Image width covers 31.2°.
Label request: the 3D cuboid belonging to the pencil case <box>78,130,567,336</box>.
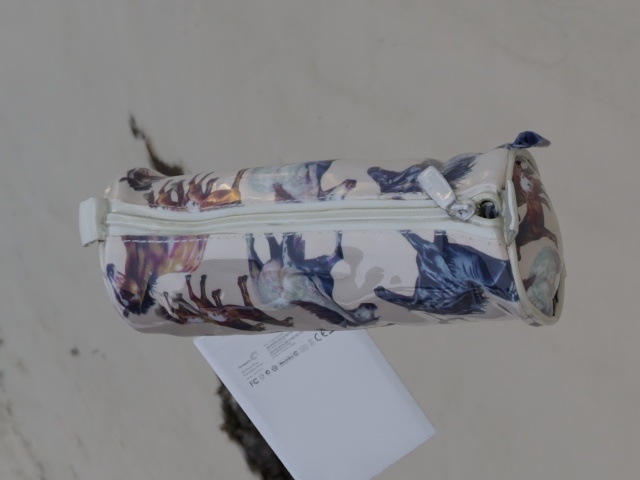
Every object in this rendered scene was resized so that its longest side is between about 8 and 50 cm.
[{"bbox_3d":[0.000,0.000,1.000,0.410,0.160,0.183,-3,151,21],"label":"pencil case"}]

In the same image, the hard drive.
[{"bbox_3d":[-0.006,0.230,1.828,0.353,0.233,0.047,55,-178,-11],"label":"hard drive"}]
